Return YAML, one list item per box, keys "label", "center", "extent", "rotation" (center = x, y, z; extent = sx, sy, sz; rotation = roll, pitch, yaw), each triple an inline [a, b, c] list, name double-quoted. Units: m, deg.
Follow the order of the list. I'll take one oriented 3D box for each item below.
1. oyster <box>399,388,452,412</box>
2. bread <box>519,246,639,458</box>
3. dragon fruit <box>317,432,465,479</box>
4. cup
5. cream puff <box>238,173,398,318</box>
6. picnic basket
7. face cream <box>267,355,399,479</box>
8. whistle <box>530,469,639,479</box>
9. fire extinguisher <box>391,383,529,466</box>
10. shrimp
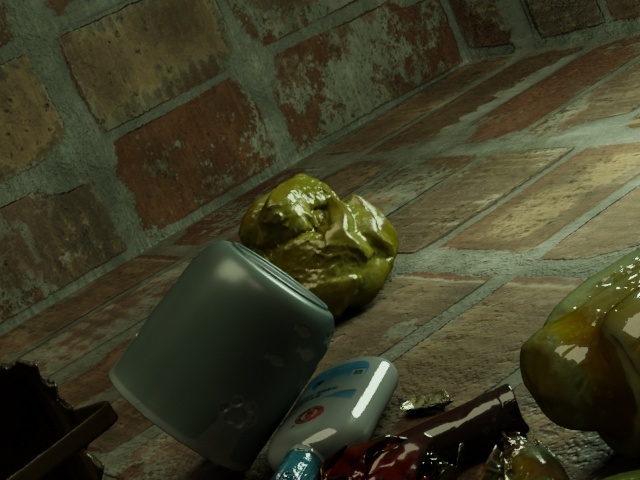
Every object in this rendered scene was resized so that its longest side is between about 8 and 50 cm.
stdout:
- label: "oyster"
  center: [0.157, 0.239, 1.880]
  extent: [0.083, 0.019, 0.054]
  rotation: [-17, 15, 34]
- label: "bread"
  center: [0.408, 0.128, 1.505]
  extent: [0.341, 0.210, 0.300]
  rotation: [-30, 4, -20]
- label: "dragon fruit"
  center: [0.070, 0.311, 1.465]
  extent: [0.182, 0.182, 0.188]
  rotation: [-13, 27, 38]
- label: "cup"
  center: [-0.115, 0.175, 1.988]
  extent: [0.274, 0.259, 0.357]
  rotation: [-55, -29, 3]
- label: "cream puff"
  center: [0.002, 0.002, 2.480]
  extent: [0.274, 0.269, 0.323]
  rotation: [-12, 20, 26]
- label: "picnic basket"
  center: [-0.472, 0.340, 1.987]
  extent: [0.254, 0.291, 0.321]
  rotation: [-35, 9, -34]
- label: "face cream"
  center: [0.003, 0.280, 1.856]
  extent: [0.163, 0.080, 0.336]
  rotation: [-21, 14, 27]
- label: "whistle"
  center: [0.218, 0.312, 1.333]
  extent: [0.288, 0.131, 0.106]
  rotation: [-23, -16, -2]
- label: "fire extinguisher"
  center: [0.142, 0.280, 1.672]
  extent: [0.268, 0.072, 0.089]
  rotation: [-25, 47, -2]
- label: "shrimp"
  center: [0.225, 0.291, 1.521]
  extent: [0.145, 0.061, 0.267]
  rotation: [-31, 15, 13]
